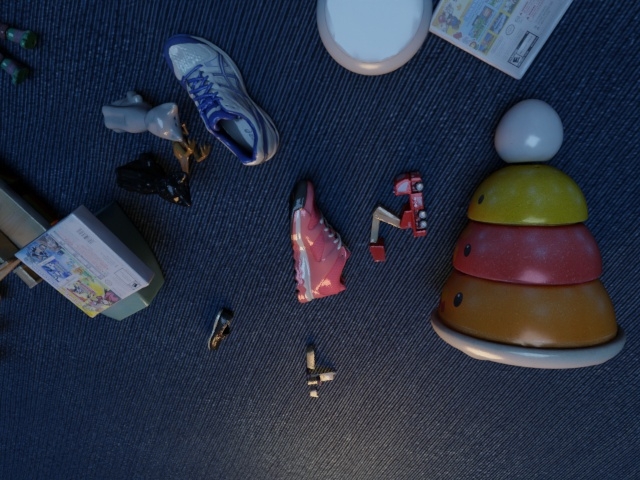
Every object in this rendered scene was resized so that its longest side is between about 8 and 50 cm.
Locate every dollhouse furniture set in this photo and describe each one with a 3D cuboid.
[{"bbox_3d":[-0.761,0.070,0.933,0.101,0.161,0.182,-28,109,19],"label":"dollhouse furniture set"},{"bbox_3d":[0.005,0.347,1.130,0.081,0.091,0.114,-4,113,-8],"label":"dollhouse furniture set"}]

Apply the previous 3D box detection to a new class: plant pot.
[{"bbox_3d":[-0.509,0.064,1.008,0.165,0.166,0.234,-26,115,18],"label":"plant pot"}]

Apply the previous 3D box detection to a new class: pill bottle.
[{"bbox_3d":[0.083,-0.352,0.650,0.169,0.301,0.169,3,116,5],"label":"pill bottle"}]

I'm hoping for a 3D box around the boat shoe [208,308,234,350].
[{"bbox_3d":[-0.269,0.248,1.124,0.042,0.049,0.133,24,112,4],"label":"boat shoe"}]

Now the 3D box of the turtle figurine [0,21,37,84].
[{"bbox_3d":[-0.703,-0.418,0.816,0.234,0.118,0.175,22,132,-21],"label":"turtle figurine"}]

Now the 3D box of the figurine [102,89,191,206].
[{"bbox_3d":[-0.339,-0.185,0.847,0.209,0.092,0.215,20,122,36],"label":"figurine"}]

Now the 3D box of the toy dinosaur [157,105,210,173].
[{"bbox_3d":[-0.302,-0.191,0.920,0.112,0.064,0.212,7,116,35],"label":"toy dinosaur"}]

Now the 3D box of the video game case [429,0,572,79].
[{"bbox_3d":[0.333,-0.439,0.733,0.206,0.026,0.227,25,117,-6],"label":"video game case"}]

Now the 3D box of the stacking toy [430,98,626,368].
[{"bbox_3d":[0.398,-0.027,0.823,0.350,0.350,0.480,-1,96,7],"label":"stacking toy"}]

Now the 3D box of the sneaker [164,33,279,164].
[{"bbox_3d":[-0.196,-0.277,0.816,0.112,0.131,0.296,-38,105,23],"label":"sneaker"}]

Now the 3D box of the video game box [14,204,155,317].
[{"bbox_3d":[-0.491,0.051,0.877,0.187,0.048,0.205,-28,117,17],"label":"video game box"}]

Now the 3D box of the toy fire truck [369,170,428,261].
[{"bbox_3d":[0.167,-0.052,0.928,0.135,0.047,0.192,-7,114,12],"label":"toy fire truck"}]

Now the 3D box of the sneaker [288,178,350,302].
[{"bbox_3d":[0.000,0.000,0.954,0.136,0.116,0.314,-5,122,-2],"label":"sneaker"}]

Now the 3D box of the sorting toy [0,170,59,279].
[{"bbox_3d":[-0.805,-0.065,1.013,0.257,0.089,0.255,-34,108,21],"label":"sorting toy"}]
